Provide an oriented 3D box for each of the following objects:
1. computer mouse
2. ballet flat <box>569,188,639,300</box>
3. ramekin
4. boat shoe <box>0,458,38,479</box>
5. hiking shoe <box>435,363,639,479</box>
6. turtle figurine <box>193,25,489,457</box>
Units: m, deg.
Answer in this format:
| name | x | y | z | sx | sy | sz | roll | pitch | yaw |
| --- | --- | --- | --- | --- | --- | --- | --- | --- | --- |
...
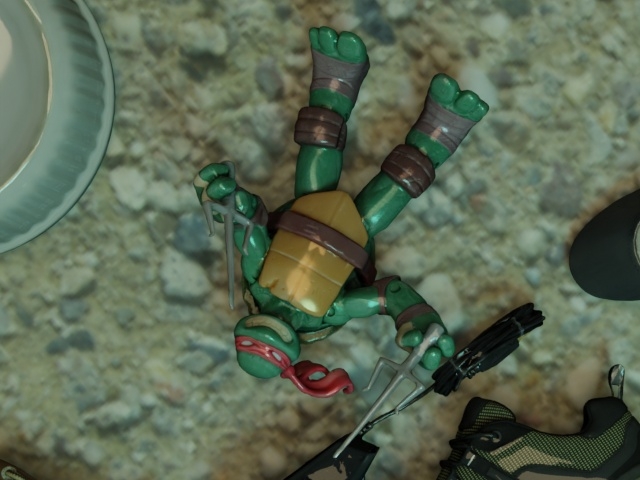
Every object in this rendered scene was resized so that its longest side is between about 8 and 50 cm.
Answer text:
| name | x | y | z | sx | sy | sz | roll | pitch | yaw |
| --- | --- | --- | --- | --- | --- | --- | --- | --- | --- |
| computer mouse | 0.042 | 0.120 | 1.125 | 0.242 | 0.071 | 0.041 | -37 | 86 | -5 |
| ballet flat | 0.249 | -0.013 | 1.125 | 0.203 | 0.074 | 0.074 | -15 | 89 | 0 |
| ramekin | -0.229 | -0.089 | 1.108 | 0.207 | 0.109 | 0.207 | 0 | 89 | 0 |
| boat shoe | -0.100 | 0.201 | 1.115 | 0.257 | 0.095 | 0.095 | 24 | 67 | -7 |
| hiking shoe | 0.095 | 0.156 | 1.127 | 0.227 | 0.086 | 0.114 | -20 | 74 | -4 |
| turtle figurine | 0.000 | 0.000 | 1.103 | 0.175 | 0.118 | 0.234 | 28 | 74 | -14 |
